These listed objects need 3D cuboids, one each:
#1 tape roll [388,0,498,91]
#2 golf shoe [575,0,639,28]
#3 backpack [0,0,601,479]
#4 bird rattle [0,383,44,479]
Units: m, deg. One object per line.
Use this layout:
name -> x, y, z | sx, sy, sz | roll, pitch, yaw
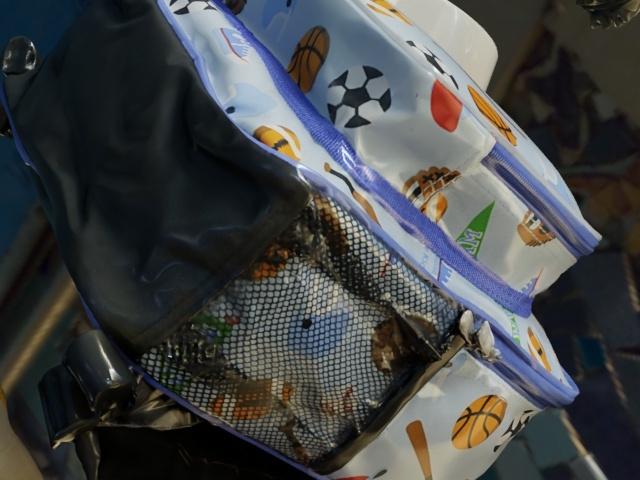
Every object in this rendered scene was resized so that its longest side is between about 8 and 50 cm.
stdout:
tape roll -> -0.007, -0.104, 0.857 | 0.246, 0.246, 0.169 | 60, -130, -82
golf shoe -> 0.248, -0.205, 0.624 | 0.120, 0.105, 0.273 | -46, 25, -26
backpack -> 0.000, 0.000, 0.532 | 0.213, 0.276, 0.263 | -35, -50, 7
bird rattle -> -0.193, 0.135, 0.454 | 0.207, 0.253, 0.143 | 0, -36, -47
